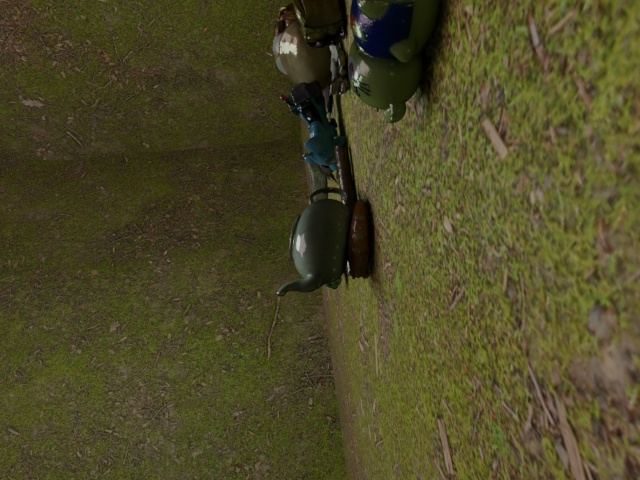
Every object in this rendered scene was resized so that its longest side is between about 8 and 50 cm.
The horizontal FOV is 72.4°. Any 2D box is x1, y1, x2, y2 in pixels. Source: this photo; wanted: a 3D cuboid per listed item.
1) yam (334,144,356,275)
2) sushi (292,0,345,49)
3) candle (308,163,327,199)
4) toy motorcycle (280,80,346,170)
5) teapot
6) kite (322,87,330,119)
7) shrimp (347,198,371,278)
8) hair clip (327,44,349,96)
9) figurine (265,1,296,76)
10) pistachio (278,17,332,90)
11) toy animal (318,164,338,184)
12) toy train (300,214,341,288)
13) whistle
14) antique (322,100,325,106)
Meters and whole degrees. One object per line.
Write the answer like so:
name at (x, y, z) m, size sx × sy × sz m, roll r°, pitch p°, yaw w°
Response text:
yam at (0.070, -0.077, 1.086) m, size 0.045 × 0.045 × 0.326 m, roll 12°, pitch -110°, yaw -66°
sushi at (-0.022, -0.572, 1.021) m, size 0.131 × 0.139 × 0.290 m, roll 70°, pitch -169°, yaw -71°
candle at (-0.010, -0.274, 1.880) m, size 0.168 × 0.068 × 0.192 m, roll 103°, pitch 157°, yaw -76°
toy motorcycle at (-0.010, -0.310, 1.193) m, size 0.272 × 0.124 × 0.182 m, roll 66°, pitch -163°, yaw 5°
teapot at (0.000, 0.000, 0.983) m, size 0.193 × 0.130 × 0.294 m, roll 85°, pitch -164°, yaw -60°
kite at (0.025, -0.431, 1.397) m, size 0.204 × 0.022 × 0.360 m, roll 114°, pitch 149°, yaw -80°
shrimp at (0.089, 0.000, 0.957) m, size 0.132 × 0.052 × 0.187 m, roll -62°, pitch -24°, yaw -65°
hair clip at (0.036, -0.406, 1.053) m, size 0.116 × 0.049 × 0.172 m, roll 94°, pitch 173°, yaw -46°
figurine at (-0.084, -0.685, 1.470) m, size 0.142 × 0.190 × 0.263 m, roll 87°, pitch -170°, yaw -65°
pistachio at (-0.033, -0.515, 1.219) m, size 0.223 × 0.152 × 0.126 m, roll 54°, pitch -160°, yaw -56°
toy animal at (0.023, -0.244, 1.390) m, size 0.202 × 0.070 × 0.105 m, roll 70°, pitch -176°, yaw -65°
toy train at (0.013, 0.030, 1.520) m, size 0.304 × 0.150 × 0.221 m, roll -102°, pitch -3°, yaw -49°
whistle at (0.071, -0.226, 0.448) m, size 0.227 × 0.085 × 0.105 m, roll 89°, pitch 165°, yaw -54°
antique at (-0.029, -0.536, 1.614) m, size 0.081 × 0.080 × 0.220 m, roll -178°, pitch 83°, yaw -85°
